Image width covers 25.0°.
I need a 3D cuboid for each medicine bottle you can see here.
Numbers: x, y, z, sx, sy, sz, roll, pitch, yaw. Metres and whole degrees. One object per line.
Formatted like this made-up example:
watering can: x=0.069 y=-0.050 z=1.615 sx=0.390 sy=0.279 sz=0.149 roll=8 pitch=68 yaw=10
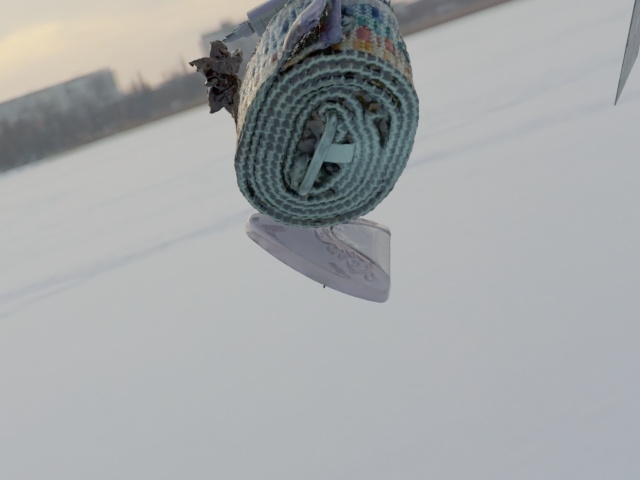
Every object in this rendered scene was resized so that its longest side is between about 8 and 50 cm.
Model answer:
medicine bottle: x=-0.094 y=-0.414 z=2.671 sx=0.199 sy=0.057 sz=0.057 roll=-27 pitch=6 yaw=6

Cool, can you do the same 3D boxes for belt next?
belt: x=0.010 y=-0.149 z=1.707 sx=0.207 sy=0.295 sz=0.160 roll=16 pitch=40 yaw=-16

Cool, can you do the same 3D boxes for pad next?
pad: x=0.447 y=-0.299 z=2.044 sx=0.003 sy=0.158 sz=0.235 roll=13 pitch=28 yaw=14

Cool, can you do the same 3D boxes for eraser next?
eraser: x=0.000 y=-0.001 z=2.320 sx=0.243 sy=0.059 sz=0.204 roll=17 pitch=32 yaw=-9

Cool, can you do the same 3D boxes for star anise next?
star anise: x=-0.150 y=-0.232 z=2.332 sx=0.070 sy=0.190 sz=0.097 roll=-10 pitch=-4 yaw=32
